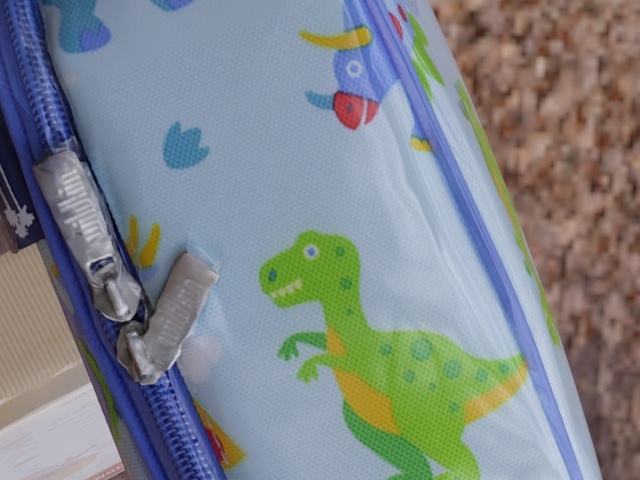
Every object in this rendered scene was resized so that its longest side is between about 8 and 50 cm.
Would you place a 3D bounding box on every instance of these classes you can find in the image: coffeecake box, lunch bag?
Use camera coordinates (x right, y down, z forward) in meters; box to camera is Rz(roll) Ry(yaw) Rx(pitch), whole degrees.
[{"bbox_3d":[-0.098,0.052,0.834,0.068,0.142,0.185,60,-9,15],"label":"coffeecake box"},{"bbox_3d":[0.000,0.000,0.426,0.219,0.090,0.176,-70,137,-81],"label":"lunch bag"}]
